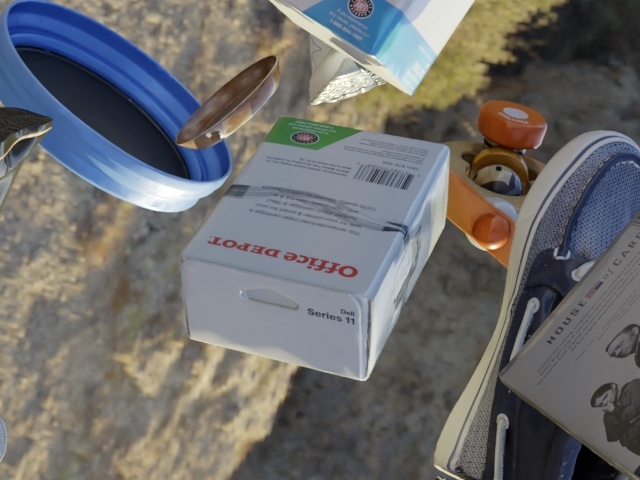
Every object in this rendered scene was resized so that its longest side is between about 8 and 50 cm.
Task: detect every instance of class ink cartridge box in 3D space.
[{"bbox_3d":[0.000,0.000,1.040,0.208,0.153,0.087,-57,154,-48],"label":"ink cartridge box"},{"bbox_3d":[0.084,-0.351,1.569,0.270,0.198,0.197,-56,162,3],"label":"ink cartridge box"}]

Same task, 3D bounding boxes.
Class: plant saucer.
[{"bbox_3d":[-0.111,-0.168,1.677,0.029,0.168,0.168,49,46,-17],"label":"plant saucer"}]

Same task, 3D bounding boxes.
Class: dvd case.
[{"bbox_3d":[0.207,0.048,0.782,0.179,0.029,0.239,-49,-167,-1],"label":"dvd case"}]

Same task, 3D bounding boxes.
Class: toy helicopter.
[{"bbox_3d":[0.265,-0.022,1.513,0.235,0.355,0.140,-22,135,-52],"label":"toy helicopter"}]

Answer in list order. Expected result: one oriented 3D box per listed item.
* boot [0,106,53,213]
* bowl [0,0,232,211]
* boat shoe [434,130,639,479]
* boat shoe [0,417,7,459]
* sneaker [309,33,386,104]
[{"bbox_3d":[-0.384,-0.076,1.577,0.198,0.077,0.137,-47,150,-67],"label":"boot"},{"bbox_3d":[-0.303,-0.190,1.909,0.077,0.391,0.391,-49,166,20],"label":"bowl"},{"bbox_3d":[0.219,0.071,1.045,0.127,0.158,0.340,26,80,-28],"label":"boat shoe"},{"bbox_3d":[-0.393,0.259,1.530,0.046,0.038,0.125,6,95,-41],"label":"boat shoe"},{"bbox_3d":[0.021,-0.260,1.846,0.297,0.111,0.129,-115,-170,-81],"label":"sneaker"}]
